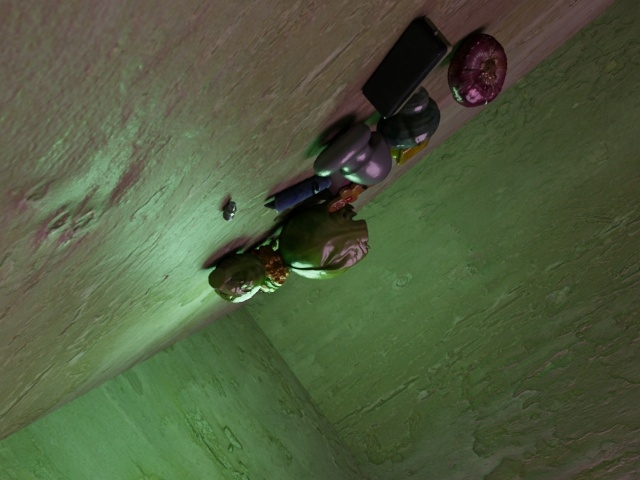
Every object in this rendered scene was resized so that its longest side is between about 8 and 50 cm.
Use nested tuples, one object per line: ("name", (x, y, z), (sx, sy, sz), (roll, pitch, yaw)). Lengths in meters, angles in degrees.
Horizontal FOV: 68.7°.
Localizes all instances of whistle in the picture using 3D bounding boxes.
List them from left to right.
("whistle", (-0.263, -0.086, 1.362), (0.035, 0.035, 0.100), (-34, 172, -32))
("whistle", (-0.077, -0.171, 1.694), (0.304, 0.062, 0.062), (-32, 172, -42))

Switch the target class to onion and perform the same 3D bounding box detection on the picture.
("onion", (0.501, -0.561, 1.561), (0.230, 0.229, 0.163), (-35, -150, -24))

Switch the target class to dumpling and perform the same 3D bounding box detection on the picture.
("dumpling", (0.094, -0.238, 2.083), (0.166, 0.085, 0.332), (-2, -163, 35))

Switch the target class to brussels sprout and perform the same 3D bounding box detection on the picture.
("brussels sprout", (-0.348, 0.155, 1.986), (0.244, 0.244, 0.244), (-37, 174, -4))
("brussels sprout", (-0.012, 0.012, 2.157), (0.361, 0.342, 0.425), (-20, 166, -26))

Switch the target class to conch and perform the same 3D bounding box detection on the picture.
("conch", (0.291, -0.404, 1.557), (0.196, 0.220, 0.277), (-2, 144, -2))

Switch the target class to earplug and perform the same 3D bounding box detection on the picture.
("earplug", (0.110, -0.266, 1.486), (0.214, 0.174, 0.326), (-35, 165, 30))

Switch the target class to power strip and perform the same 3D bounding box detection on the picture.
("power strip", (0.213, -0.426, 1.168), (0.070, 0.105, 0.257), (-35, 175, -37))

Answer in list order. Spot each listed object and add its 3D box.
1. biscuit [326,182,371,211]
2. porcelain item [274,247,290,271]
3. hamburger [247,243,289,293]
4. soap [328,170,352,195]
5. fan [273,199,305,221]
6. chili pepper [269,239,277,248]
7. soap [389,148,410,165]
("biscuit", (0.133, -0.195, 1.944), (0.250, 0.036, 0.165), (-36, 161, 8))
("porcelain item", (-0.165, 0.054, 2.418), (0.288, 0.138, 0.186), (-56, 177, -37))
("hamburger", (-0.240, 0.122, 2.189), (0.149, 0.237, 0.237), (-30, 177, 20))
("soap", (0.134, -0.296, 1.872), (0.181, 0.081, 0.259), (-35, 174, -21))
("fan", (-0.098, -0.154, 1.963), (0.227, 0.008, 0.153), (-40, 173, 34))
("chili pepper", (-0.241, 0.024, 2.372), (0.043, 0.048, 0.208), (1, 174, -7))
("soap", (0.422, -0.464, 2.203), (0.204, 0.096, 0.324), (-38, 174, 4))
